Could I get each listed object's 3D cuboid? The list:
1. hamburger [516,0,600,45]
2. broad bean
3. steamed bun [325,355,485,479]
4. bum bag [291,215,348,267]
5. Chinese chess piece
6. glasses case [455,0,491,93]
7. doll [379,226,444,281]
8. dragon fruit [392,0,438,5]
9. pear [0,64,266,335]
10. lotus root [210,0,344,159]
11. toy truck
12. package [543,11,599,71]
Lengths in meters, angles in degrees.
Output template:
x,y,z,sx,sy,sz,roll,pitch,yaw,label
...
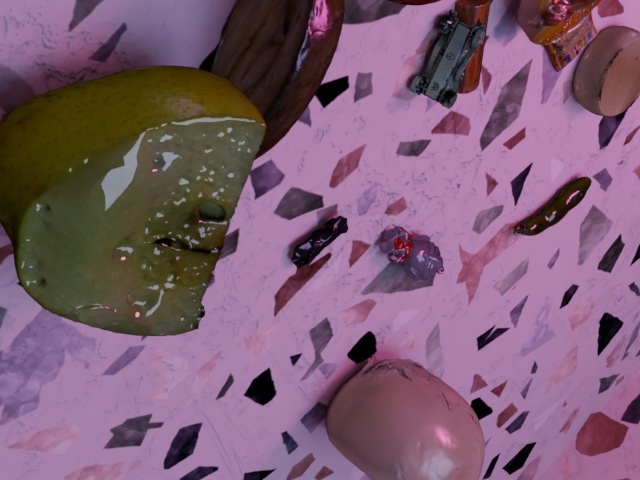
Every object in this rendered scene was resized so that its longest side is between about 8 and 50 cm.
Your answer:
x,y,z,sx,sy,sz,roll,pitch,yaw,label
0.436,-0.434,1.811,0.210,0.116,0.173,-48,167,-7,hamburger
0.524,-0.069,2.318,0.254,0.046,0.065,-35,128,-23,broad bean
0.197,0.387,2.109,0.233,0.312,0.334,-59,148,4,steamed bun
-0.001,-0.001,1.778,0.124,0.034,0.058,-39,152,-19,bum bag
0.605,-0.350,2.144,0.188,0.083,0.188,-26,135,-29,Chinese chess piece
0.260,-0.338,1.785,0.065,0.041,0.170,-29,138,-32,glasses case
0.178,0.025,1.981,0.180,0.079,0.094,28,73,-42,doll
0.135,-0.433,1.378,0.250,0.315,0.250,-5,149,-3,dragon fruit
-0.268,-0.063,1.263,0.318,0.238,0.342,0,125,-36,pear
-0.041,-0.259,1.400,0.142,0.210,0.314,6,129,-39,lotus root
0.221,-0.303,1.744,0.154,0.080,0.078,-67,164,19,toy truck
0.487,-0.395,2.008,0.120,0.031,0.108,-47,145,1,package
